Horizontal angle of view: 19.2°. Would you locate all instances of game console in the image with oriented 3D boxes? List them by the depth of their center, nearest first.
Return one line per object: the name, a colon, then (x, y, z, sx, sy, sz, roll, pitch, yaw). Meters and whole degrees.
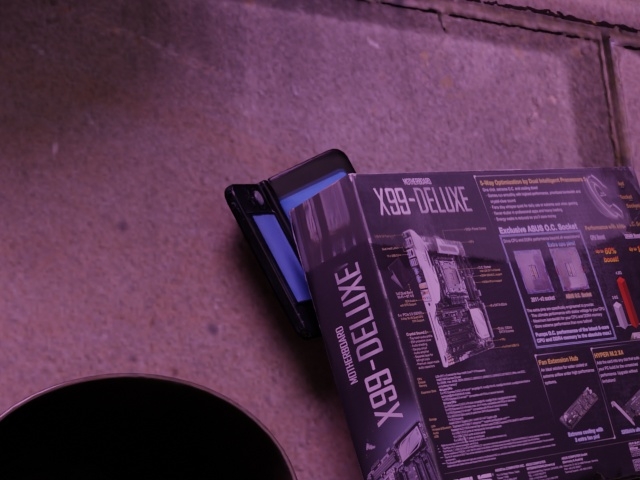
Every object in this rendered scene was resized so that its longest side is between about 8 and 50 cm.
game console: (0.000, 0.000, 1.352, 0.122, 0.071, 0.107, 62, 14, 6)

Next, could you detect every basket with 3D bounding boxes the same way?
basket: (-0.149, 0.182, 1.101, 0.204, 0.227, 0.154, -4, 72, -30)

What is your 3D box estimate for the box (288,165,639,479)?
box: (0.142, 0.071, 1.371, 0.307, 0.076, 0.242, -4, 72, -41)
